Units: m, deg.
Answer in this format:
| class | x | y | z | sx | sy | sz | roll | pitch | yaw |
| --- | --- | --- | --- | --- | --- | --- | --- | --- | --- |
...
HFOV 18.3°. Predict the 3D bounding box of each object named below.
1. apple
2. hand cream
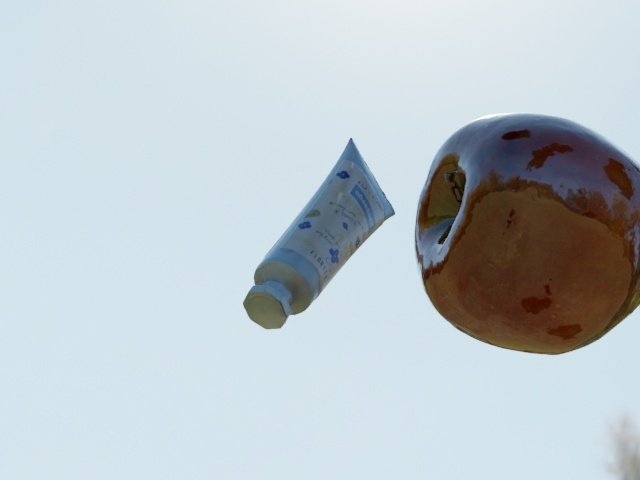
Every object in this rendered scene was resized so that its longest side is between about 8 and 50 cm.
| class | x | y | z | sx | sy | sz | roll | pitch | yaw |
| --- | --- | --- | --- | --- | --- | --- | --- | --- | --- |
| apple | 0.202 | -0.005 | 1.828 | 0.230 | 0.230 | 0.230 | 14 | -22 | 6 |
| hand cream | 0.000 | 0.000 | 1.326 | 0.043 | 0.170 | 0.065 | -16 | -67 | 36 |
